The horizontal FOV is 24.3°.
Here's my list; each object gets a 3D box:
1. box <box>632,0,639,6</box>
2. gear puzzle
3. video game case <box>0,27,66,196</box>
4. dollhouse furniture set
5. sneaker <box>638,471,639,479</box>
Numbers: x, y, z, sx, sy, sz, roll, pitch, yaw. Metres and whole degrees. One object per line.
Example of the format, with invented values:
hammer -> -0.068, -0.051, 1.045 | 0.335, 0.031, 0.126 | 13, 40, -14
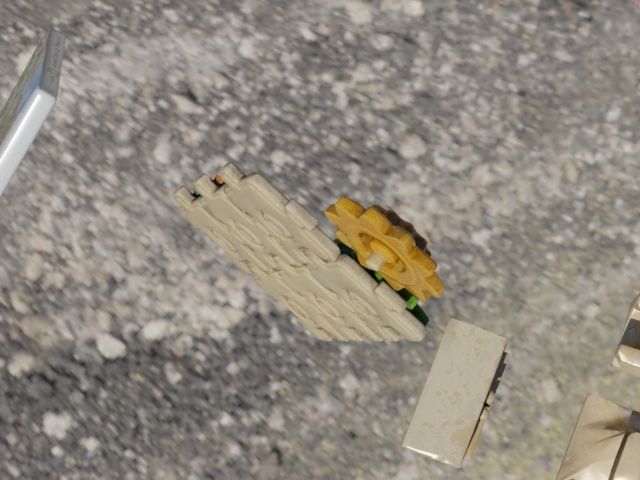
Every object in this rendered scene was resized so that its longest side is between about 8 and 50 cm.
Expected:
box -> 0.468, -0.407, 1.889 | 0.213, 0.117, 0.243 | 28, 101, -31
gear puzzle -> 0.000, 0.000, 1.020 | 0.175, 0.339, 0.044 | 43, 76, -10
video game case -> -0.313, -0.091, 1.462 | 0.023, 0.193, 0.212 | 28, 109, -18
dollhouse furniture set -> 0.311, 0.240, 1.734 | 0.394, 0.256, 0.362 | 20, 86, 8
sneaker -> 0.186, 0.036, 0.380 | 0.148, 0.131, 0.350 | -7, 130, -16
